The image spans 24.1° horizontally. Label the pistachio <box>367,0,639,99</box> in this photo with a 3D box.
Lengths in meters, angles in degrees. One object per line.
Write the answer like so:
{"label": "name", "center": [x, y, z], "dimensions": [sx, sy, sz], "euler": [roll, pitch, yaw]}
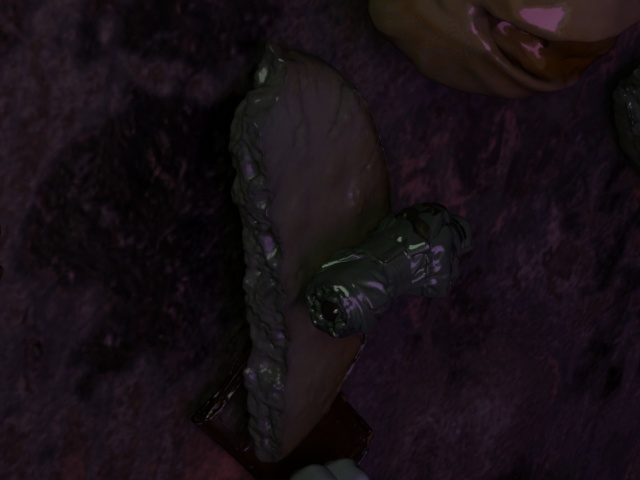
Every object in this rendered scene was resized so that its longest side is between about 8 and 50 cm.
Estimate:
{"label": "pistachio", "center": [0.129, -0.170, 0.964], "dimensions": [0.229, 0.157, 0.157], "euler": [-9, 120, -48]}

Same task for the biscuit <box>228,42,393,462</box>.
{"label": "biscuit", "center": [0.001, 0.001, 0.995], "dimensions": [0.141, 0.038, 0.290], "euler": [-28, 125, -42]}

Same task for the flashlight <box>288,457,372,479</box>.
{"label": "flashlight", "center": [-0.043, 0.233, 1.085], "dimensions": [0.200, 0.047, 0.093], "euler": [-41, 139, -2]}

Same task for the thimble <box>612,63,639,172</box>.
{"label": "thimble", "center": [0.333, -0.087, 1.202], "dimensions": [0.190, 0.143, 0.137], "euler": [14, 104, -47]}

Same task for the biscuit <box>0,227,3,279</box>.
{"label": "biscuit", "center": [-0.216, 0.019, 0.827], "dimensions": [0.092, 0.016, 0.082], "euler": [4, 116, -44]}

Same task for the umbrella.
{"label": "umbrella", "center": [0.051, 0.016, 0.985], "dimensions": [0.143, 0.062, 0.067], "euler": [-26, 91, -40]}

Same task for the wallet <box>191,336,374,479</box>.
{"label": "wallet", "center": [-0.021, 0.135, 1.081], "dimensions": [0.095, 0.026, 0.176], "euler": [-50, 139, -13]}
